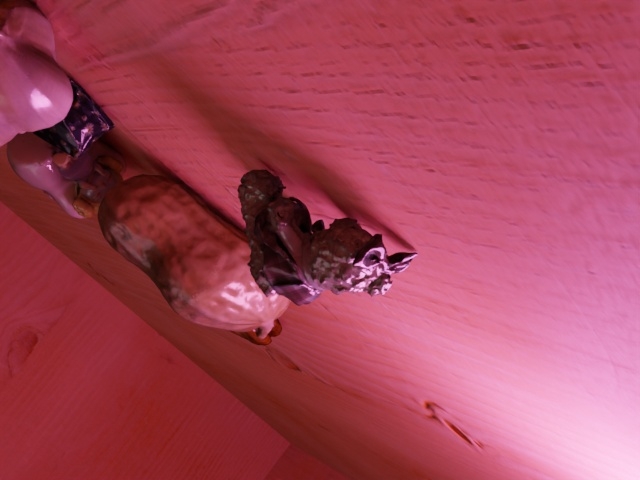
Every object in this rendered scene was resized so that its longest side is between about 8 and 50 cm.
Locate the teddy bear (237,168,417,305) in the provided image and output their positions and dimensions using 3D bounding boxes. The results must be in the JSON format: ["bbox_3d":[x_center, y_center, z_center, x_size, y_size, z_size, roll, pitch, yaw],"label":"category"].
[{"bbox_3d":[-0.016,0.014,1.018,0.213,0.111,0.133,26,166,44],"label":"teddy bear"}]

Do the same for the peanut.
[{"bbox_3d":[-0.170,0.024,1.362,0.291,0.143,0.159,39,-170,-5],"label":"peanut"}]

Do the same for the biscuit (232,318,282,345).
[{"bbox_3d":[-0.167,0.114,1.806,0.220,0.066,0.220,36,167,10],"label":"biscuit"}]

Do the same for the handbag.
[{"bbox_3d":[-0.339,-0.189,1.294,0.115,0.072,0.139,30,151,37],"label":"handbag"}]

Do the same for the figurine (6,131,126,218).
[{"bbox_3d":[-0.343,-0.094,1.488,0.155,0.127,0.235,17,162,32],"label":"figurine"}]

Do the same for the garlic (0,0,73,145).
[{"bbox_3d":[-0.410,-0.199,1.121,0.281,0.184,0.203,18,-174,-5],"label":"garlic"}]
